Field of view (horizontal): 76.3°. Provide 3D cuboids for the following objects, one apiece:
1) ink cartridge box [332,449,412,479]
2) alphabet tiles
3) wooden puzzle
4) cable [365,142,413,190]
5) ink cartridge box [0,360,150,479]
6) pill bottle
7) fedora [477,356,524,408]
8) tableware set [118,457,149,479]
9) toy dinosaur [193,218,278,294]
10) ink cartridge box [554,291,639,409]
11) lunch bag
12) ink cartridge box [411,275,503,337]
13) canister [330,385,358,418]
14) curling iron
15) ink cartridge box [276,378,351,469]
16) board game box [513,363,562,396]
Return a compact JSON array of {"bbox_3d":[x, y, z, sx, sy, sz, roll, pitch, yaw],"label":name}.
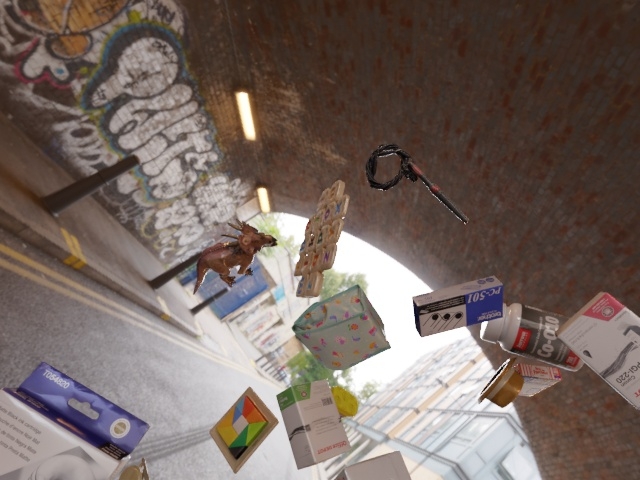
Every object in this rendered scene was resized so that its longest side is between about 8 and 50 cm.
[{"bbox_3d":[0.097,0.513,0.789,0.176,0.127,0.128,109,-33,-42],"label":"ink cartridge box"},{"bbox_3d":[0.000,0.000,0.984,0.021,0.284,0.278,18,-15,-17],"label":"alphabet tiles"},{"bbox_3d":[-0.287,0.676,1.484,0.238,0.221,0.044,26,-22,50],"label":"wooden puzzle"},{"bbox_3d":[0.241,-0.271,1.508,0.150,0.184,0.047,43,3,9],"label":"cable"},{"bbox_3d":[-0.415,0.321,0.599,0.223,0.224,0.045,28,-36,3],"label":"ink cartridge box"},{"bbox_3d":[0.675,0.295,1.302,0.283,0.161,0.161,14,-30,17],"label":"pill bottle"},{"bbox_3d":[0.579,0.460,1.285,0.079,0.194,0.194,40,-19,24],"label":"fedora"},{"bbox_3d":[-0.600,0.834,1.325,0.194,0.128,0.039,53,-8,36],"label":"tableware set"},{"bbox_3d":[-0.275,0.040,1.207,0.127,0.295,0.200,60,-7,20],"label":"toy dinosaur"},{"bbox_3d":[0.699,0.251,0.952,0.218,0.159,0.092,46,15,22],"label":"ink cartridge box"},{"bbox_3d":[0.065,0.299,1.339,0.223,0.262,0.160,54,17,-31],"label":"lunch bag"},{"bbox_3d":[0.326,0.158,0.971,0.046,0.206,0.097,-110,-173,-64],"label":"ink cartridge box"},{"bbox_3d":[0.029,0.587,1.435,0.126,0.170,0.073,39,35,-24],"label":"canister"},{"bbox_3d":[0.365,-0.155,1.295,0.274,0.035,0.068,42,-10,11],"label":"curling iron"},{"bbox_3d":[-0.022,0.550,1.233,0.160,0.092,0.220,9,50,-45],"label":"ink cartridge box"},{"bbox_3d":[0.726,0.499,1.447,0.194,0.146,0.045,105,-8,-52],"label":"board game box"}]
